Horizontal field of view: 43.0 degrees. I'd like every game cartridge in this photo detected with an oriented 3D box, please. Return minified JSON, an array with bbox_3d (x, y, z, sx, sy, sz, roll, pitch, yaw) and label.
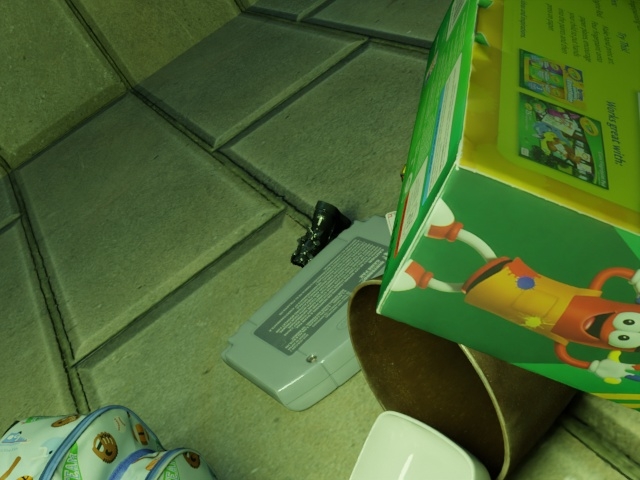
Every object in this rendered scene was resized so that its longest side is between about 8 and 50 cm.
[{"bbox_3d":[0.024,0.086,1.054,0.294,0.060,0.196,-42,27,-17],"label":"game cartridge"}]

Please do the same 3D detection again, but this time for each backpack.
[{"bbox_3d":[-0.205,0.290,0.747,0.213,0.263,0.276,-20,31,21],"label":"backpack"}]

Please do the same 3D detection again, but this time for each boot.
[{"bbox_3d":[0.001,0.000,1.194,0.045,0.121,0.099,21,85,18],"label":"boot"}]

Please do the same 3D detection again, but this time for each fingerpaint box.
[{"bbox_3d":[0.273,-0.066,0.729,0.444,0.371,0.163,-74,5,-49],"label":"fingerpaint box"}]

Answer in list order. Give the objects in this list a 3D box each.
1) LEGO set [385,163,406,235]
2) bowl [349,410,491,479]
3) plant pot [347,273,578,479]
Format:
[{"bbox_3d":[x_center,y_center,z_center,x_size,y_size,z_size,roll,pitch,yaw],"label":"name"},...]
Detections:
[{"bbox_3d":[0.172,-0.027,0.992,0.183,0.060,0.244,-16,47,5],"label":"LEGO set"},{"bbox_3d":[0.088,0.236,0.724,0.142,0.053,0.141,21,89,56],"label":"bowl"},{"bbox_3d":[0.182,0.083,0.786,0.230,0.215,0.215,-28,26,-25],"label":"plant pot"}]
